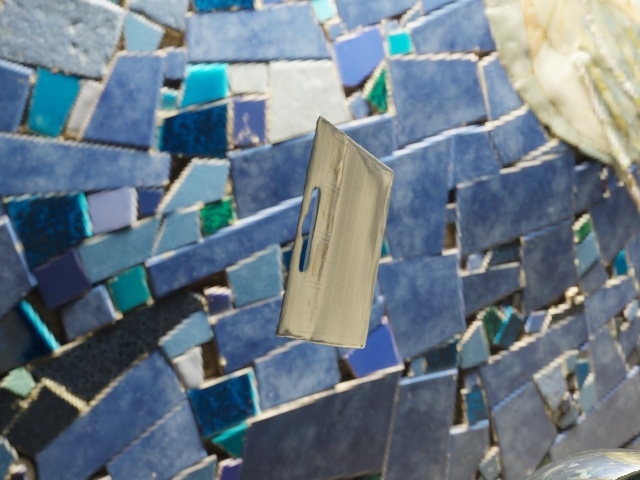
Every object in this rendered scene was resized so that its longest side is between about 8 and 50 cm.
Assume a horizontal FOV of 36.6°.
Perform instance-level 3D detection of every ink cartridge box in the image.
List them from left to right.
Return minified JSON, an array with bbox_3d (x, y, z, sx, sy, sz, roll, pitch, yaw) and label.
[{"bbox_3d":[0.000,0.000,0.852,0.056,0.181,0.224,8,-5,23],"label":"ink cartridge box"}]

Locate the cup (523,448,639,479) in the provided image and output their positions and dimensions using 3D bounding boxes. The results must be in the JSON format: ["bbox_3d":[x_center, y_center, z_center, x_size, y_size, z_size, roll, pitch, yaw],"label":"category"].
[{"bbox_3d":[0.383,0.388,1.156,0.330,0.237,0.331,1,61,-3],"label":"cup"}]
